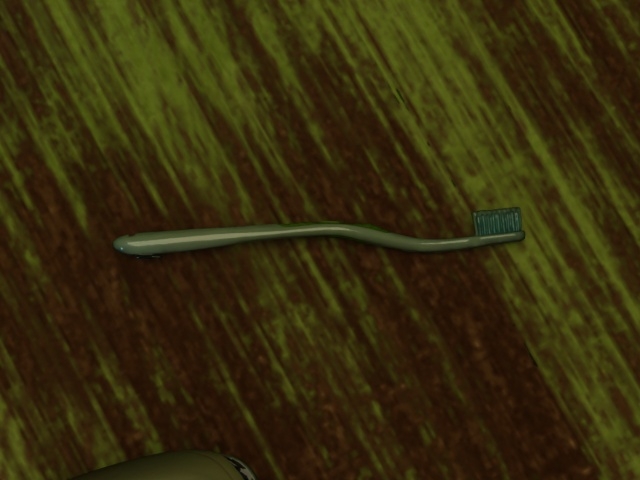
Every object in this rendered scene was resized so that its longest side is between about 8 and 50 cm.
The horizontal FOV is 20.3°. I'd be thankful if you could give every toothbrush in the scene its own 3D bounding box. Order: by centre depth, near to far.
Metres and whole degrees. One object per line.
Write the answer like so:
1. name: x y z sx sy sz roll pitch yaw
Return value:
1. toothbrush: 0.000 0.000 1.135 0.263 0.022 0.026 -4 92 -4

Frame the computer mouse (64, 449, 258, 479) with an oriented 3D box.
1. computer mouse: -0.134 0.213 1.048 0.236 0.082 0.145 -21 78 -9
